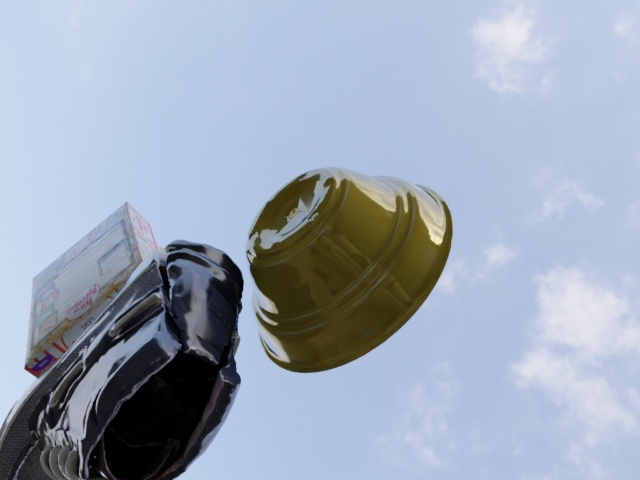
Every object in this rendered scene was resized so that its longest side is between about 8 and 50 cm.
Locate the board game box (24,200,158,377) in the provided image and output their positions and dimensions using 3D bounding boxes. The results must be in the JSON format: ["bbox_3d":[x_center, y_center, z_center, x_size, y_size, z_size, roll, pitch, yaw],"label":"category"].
[{"bbox_3d":[-0.243,0.048,0.616,0.147,0.045,0.193,-40,-148,-2],"label":"board game box"}]

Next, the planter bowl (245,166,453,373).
[{"bbox_3d":[0.000,0.000,0.509,0.217,0.090,0.217,-30,-148,21],"label":"planter bowl"}]

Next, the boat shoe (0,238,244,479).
[{"bbox_3d":[-0.184,0.162,0.464,0.127,0.158,0.340,30,-74,-21],"label":"boat shoe"}]
